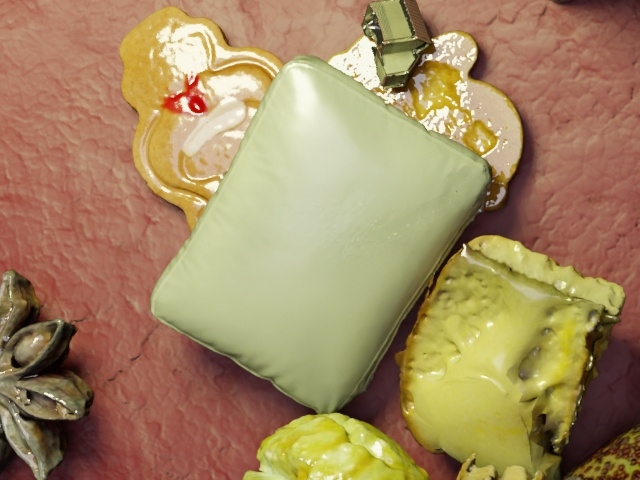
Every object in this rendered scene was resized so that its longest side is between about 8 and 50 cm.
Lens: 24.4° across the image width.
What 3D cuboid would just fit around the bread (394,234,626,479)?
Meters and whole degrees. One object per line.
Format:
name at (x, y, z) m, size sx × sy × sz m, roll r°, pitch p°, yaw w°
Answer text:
bread at (0.189, 0.110, 1.519) m, size 0.204 × 0.162 × 0.262 m, roll 21°, pitch 119°, yaw 6°

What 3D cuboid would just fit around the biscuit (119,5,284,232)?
biscuit at (-0.101, -0.105, 1.619) m, size 0.202 × 0.047 × 0.334 m, roll -35°, pitch 84°, yaw 8°

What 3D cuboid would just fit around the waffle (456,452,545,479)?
waffle at (0.151, 0.393, 1.458) m, size 0.091 × 0.213 × 0.308 m, roll 10°, pitch 114°, yaw 17°

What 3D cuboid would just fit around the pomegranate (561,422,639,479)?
pomegranate at (0.345, 0.319, 1.399) m, size 0.285 × 0.340 × 0.285 m, roll 1°, pitch 95°, yaw 9°

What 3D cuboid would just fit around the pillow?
pillow at (0.000, 0.000, 1.529) m, size 0.255 × 0.120 × 0.322 m, roll 31°, pitch 103°, yaw -6°

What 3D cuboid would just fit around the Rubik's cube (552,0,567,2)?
Rubik's cube at (0.341, -0.448, 1.398) m, size 0.346 × 0.344 × 0.347 m, roll -11°, pitch 88°, yaw 10°

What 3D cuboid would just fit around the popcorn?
popcorn at (0.022, 0.281, 1.522) m, size 0.221 × 0.183 × 0.204 m, roll 33°, pitch 137°, yaw 32°

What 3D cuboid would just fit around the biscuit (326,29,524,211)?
biscuit at (0.118, -0.134, 1.587) m, size 0.249 × 0.035 × 0.184 m, roll 44°, pitch 97°, yaw 9°

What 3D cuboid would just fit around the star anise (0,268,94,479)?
star anise at (-0.341, 0.148, 1.631) m, size 0.223 × 0.109 × 0.236 m, roll 40°, pitch 113°, yaw 15°

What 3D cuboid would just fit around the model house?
model house at (0.084, -0.209, 1.555) m, size 0.058 × 0.057 × 0.083 m, roll -12°, pitch 66°, yaw -15°
